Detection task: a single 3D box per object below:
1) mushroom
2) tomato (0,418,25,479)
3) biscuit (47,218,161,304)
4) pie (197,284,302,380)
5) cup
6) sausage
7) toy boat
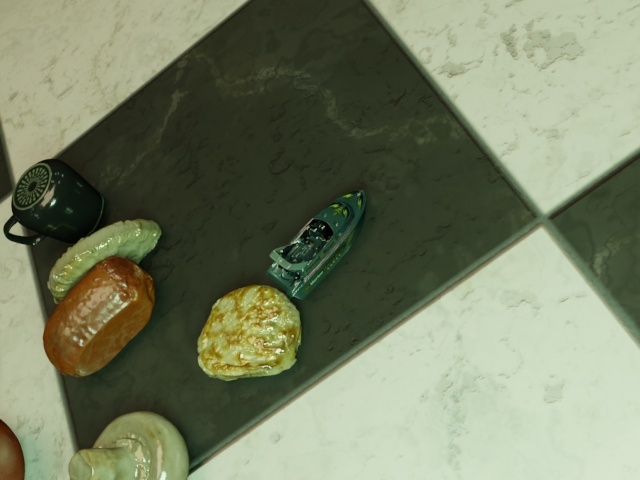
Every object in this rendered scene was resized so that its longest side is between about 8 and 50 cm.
[{"bbox_3d":[-0.348,0.398,1.529,0.206,0.209,0.206,-43,30,32],"label":"mushroom"},{"bbox_3d":[-0.730,0.465,1.641,0.321,0.321,0.321,-15,57,24],"label":"tomato"},{"bbox_3d":[-0.481,0.053,1.831,0.281,0.179,0.084,-40,71,16],"label":"biscuit"},{"bbox_3d":[-0.130,0.175,1.584,0.205,0.084,0.179,-11,60,25],"label":"pie"},{"bbox_3d":[-0.617,-0.069,1.971,0.223,0.176,0.169,-40,52,10],"label":"cup"},{"bbox_3d":[-0.453,0.157,1.753,0.268,0.153,0.141,-48,55,1],"label":"sausage"},{"bbox_3d":[0.000,0.000,1.595,0.246,0.103,0.093,-48,49,-5],"label":"toy boat"}]
